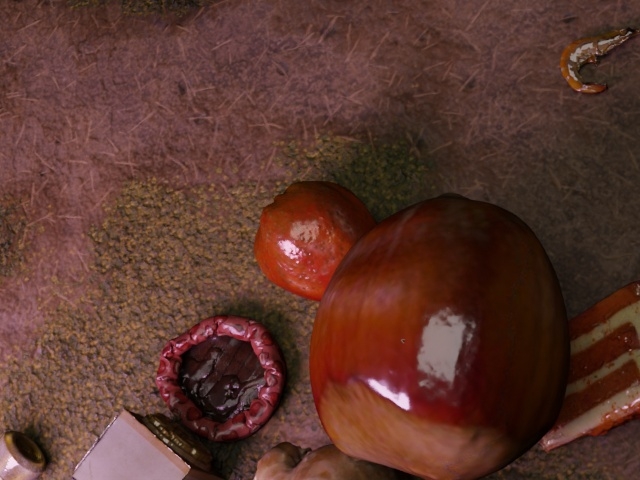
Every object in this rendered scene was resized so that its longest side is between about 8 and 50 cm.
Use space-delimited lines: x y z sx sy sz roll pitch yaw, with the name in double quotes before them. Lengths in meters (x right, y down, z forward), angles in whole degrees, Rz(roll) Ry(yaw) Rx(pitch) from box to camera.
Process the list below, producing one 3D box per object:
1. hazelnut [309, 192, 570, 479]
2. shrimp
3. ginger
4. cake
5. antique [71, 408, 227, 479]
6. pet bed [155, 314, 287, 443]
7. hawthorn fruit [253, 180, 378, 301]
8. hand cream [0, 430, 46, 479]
"hazelnut" 0.150 0.128 1.488 0.365 0.366 0.366 -6 72 17
"shrimp" 0.410 -0.262 1.705 0.127 0.025 0.091 -27 67 14
"ginger" 0.065 0.384 1.531 0.256 0.176 0.375 -24 46 -34
"cake" 0.364 0.163 1.517 0.262 0.159 0.158 -27 70 11
"antique" -0.237 0.331 1.677 0.146 0.152 0.148 37 86 24
"pet bed" -0.142 0.201 1.738 0.201 0.053 0.201 -3 76 13
"hawthorn fruit" 0.000 0.000 1.690 0.189 0.189 0.189 -6 72 17
"hand cream" -0.510 0.384 1.801 0.203 0.084 0.084 -45 65 9
